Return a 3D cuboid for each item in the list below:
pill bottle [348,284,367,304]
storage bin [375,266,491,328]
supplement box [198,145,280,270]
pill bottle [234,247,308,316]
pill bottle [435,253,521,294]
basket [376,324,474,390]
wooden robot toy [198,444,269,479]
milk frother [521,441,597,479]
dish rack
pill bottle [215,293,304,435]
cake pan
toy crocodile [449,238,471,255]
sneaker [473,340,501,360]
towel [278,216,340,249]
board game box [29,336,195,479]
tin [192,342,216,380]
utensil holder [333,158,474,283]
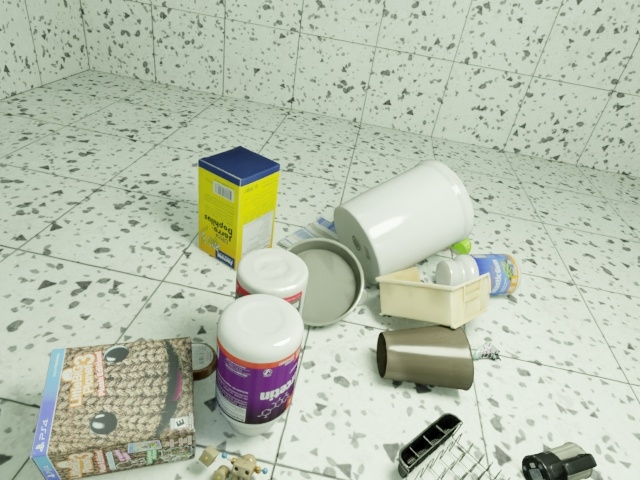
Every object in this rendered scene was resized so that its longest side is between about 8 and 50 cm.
[{"bbox_3d":[0.109,0.150,1.486,0.078,0.078,0.137,2,34,-12],"label":"pill bottle"},{"bbox_3d":[0.357,0.164,1.365,0.262,0.123,0.260,2,8,43],"label":"storage bin"},{"bbox_3d":[-0.288,-0.113,1.521,0.195,0.357,0.194,27,37,25],"label":"supplement box"},{"bbox_3d":[-0.136,0.194,1.136,0.176,0.319,0.176,7,33,-5],"label":"pill bottle"},{"bbox_3d":[0.563,0.125,1.578,0.272,0.152,0.152,-1,35,-15],"label":"pill bottle"},{"bbox_3d":[0.280,0.321,1.219,0.226,0.154,0.204,1,36,-6],"label":"basket"},{"bbox_3d":[-0.171,0.490,0.937,0.173,0.076,0.079,16,-1,9],"label":"wooden robot toy"},{"bbox_3d":[0.565,0.557,1.001,0.134,0.129,0.143,-5,79,-21],"label":"milk frother"},{"bbox_3d":[0.321,0.540,0.963,0.208,0.074,0.271,-19,44,-36],"label":"dish rack"},{"bbox_3d":[-0.143,0.291,0.985,0.181,0.323,0.181,7,34,-5],"label":"pill bottle"},{"bbox_3d":[-0.009,0.133,1.389,0.293,0.054,0.293,0,65,-1],"label":"cake pan"},{"bbox_3d":[0.463,-0.024,1.836,0.340,0.105,0.115,18,34,20],"label":"toy crocodile"},{"bbox_3d":[0.516,0.349,1.333,0.098,0.038,0.069,-22,44,-38],"label":"sneaker"},{"bbox_3d":[0.000,0.000,1.724,0.209,0.034,0.285,29,38,26],"label":"towel"},{"bbox_3d":[-0.426,0.355,0.949,0.291,0.141,0.232,-2,45,-18],"label":"board game box"},{"bbox_3d":[-0.369,0.317,1.149,0.189,0.040,0.106,0,30,-15],"label":"tin"},{"bbox_3d":[0.283,-0.064,1.556,0.385,0.328,0.327,-26,44,-14],"label":"utensil holder"}]
